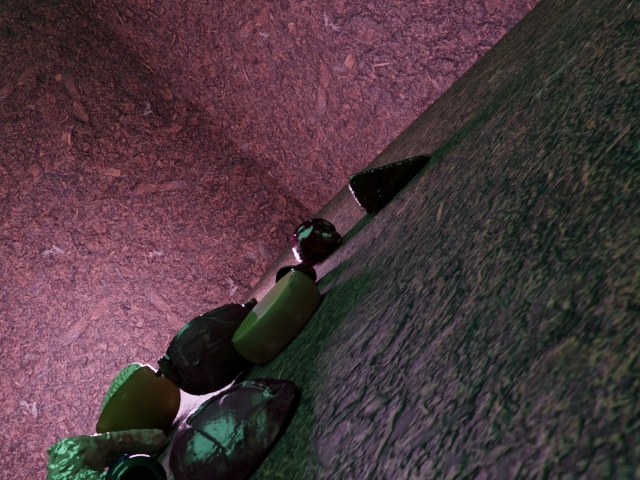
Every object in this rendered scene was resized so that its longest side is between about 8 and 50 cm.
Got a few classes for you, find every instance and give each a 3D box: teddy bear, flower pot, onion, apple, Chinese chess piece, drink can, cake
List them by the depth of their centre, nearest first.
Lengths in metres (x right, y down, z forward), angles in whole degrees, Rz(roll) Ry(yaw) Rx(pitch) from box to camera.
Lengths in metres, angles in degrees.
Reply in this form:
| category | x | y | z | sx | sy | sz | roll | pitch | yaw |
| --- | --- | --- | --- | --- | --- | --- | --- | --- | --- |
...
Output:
| category | x | y | z | sx | sy | sz | roll | pitch | yaw |
| --- | --- | --- | --- | --- | --- | --- | --- | --- | --- |
| onion | -0.152 | 0.296 | 0.947 | 0.247 | 0.111 | 0.250 | -49 | 3 | 5 |
| drink can | -0.392 | 0.510 | 1.264 | 0.118 | 0.118 | 0.205 | -50 | 5 | -26 |
| Chinese chess piece | -0.106 | 0.187 | 1.461 | 0.251 | 0.097 | 0.251 | -48 | 6 | 6 |
| teddy bear | -0.601 | 0.711 | 1.589 | 0.327 | 0.375 | 0.362 | -44 | 48 | 31 |
| onion | -0.249 | 0.287 | 1.608 | 0.349 | 0.159 | 0.267 | -31 | -19 | -35 |
| flower pot | -0.061 | 0.108 | 1.712 | 0.111 | 0.111 | 0.089 | -45 | -5 | 31 |
| cake | 0.191 | -0.205 | 1.766 | 0.246 | 0.135 | 0.112 | -46 | 4 | 19 |
| apple | -0.590 | 0.551 | 1.974 | 0.295 | 0.233 | 0.257 | -27 | 37 | 64 |
| onion | -0.012 | -0.010 | 1.977 | 0.173 | 0.135 | 0.198 | -54 | 10 | -33 |
